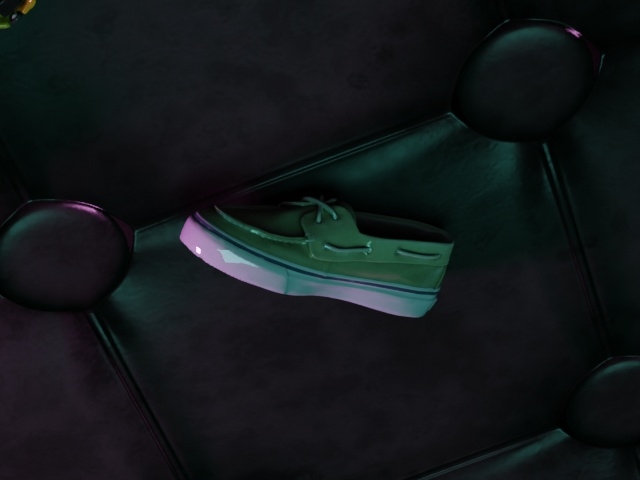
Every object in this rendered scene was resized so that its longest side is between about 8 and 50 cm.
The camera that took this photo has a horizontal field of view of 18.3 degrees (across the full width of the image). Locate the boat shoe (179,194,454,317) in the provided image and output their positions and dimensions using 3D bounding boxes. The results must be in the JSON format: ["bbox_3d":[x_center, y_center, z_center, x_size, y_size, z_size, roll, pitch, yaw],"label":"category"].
[{"bbox_3d":[0.000,0.000,2.010,0.302,0.109,0.094,13,110,-34],"label":"boat shoe"}]

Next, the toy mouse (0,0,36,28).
[{"bbox_3d":[-0.308,-0.250,1.751,0.143,0.031,0.161,33,115,-34],"label":"toy mouse"}]
